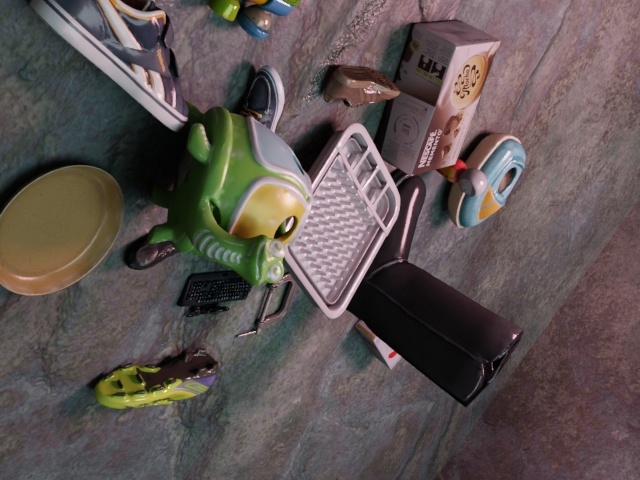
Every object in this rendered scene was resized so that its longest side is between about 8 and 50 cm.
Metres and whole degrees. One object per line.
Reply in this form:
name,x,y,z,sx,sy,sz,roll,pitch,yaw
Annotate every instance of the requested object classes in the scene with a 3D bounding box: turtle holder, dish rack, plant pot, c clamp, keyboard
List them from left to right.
plant pot,-0.414,-0.020,1.438,0.236,0.032,0.236,-34,144,-29
keyboard,-0.201,0.112,1.852,0.192,0.038,0.100,-3,124,-51
turtle holder,-0.129,-0.077,1.463,0.228,0.320,0.243,18,92,-20
c clamp,-0.105,0.141,2.021,0.137,0.022,0.160,-8,128,-49
dish rack,0.026,-0.041,1.855,0.332,0.072,0.285,-60,140,-25

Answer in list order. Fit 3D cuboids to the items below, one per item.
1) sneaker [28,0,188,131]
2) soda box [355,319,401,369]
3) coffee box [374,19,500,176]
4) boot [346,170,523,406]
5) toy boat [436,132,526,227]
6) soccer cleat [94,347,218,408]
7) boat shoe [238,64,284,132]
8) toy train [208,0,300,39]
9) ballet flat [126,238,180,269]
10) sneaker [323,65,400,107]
sneaker,-0.256,-0.273,1.300,0.127,0.126,0.321,-48,149,-1
soda box,0.162,0.263,2.450,0.069,0.074,0.216,-46,149,-10
coffee box,0.240,-0.299,1.939,0.168,0.119,0.297,-18,134,-45
boot,0.258,0.097,2.047,0.367,0.445,0.146,-57,149,7
toy boat,0.395,-0.144,2.274,0.318,0.148,0.267,9,115,-56
soccer cleat,-0.323,0.296,1.825,0.289,0.093,0.121,-9,135,-48
boat shoe,-0.118,-0.212,1.601,0.083,0.065,0.183,-30,145,-39
toy train,-0.122,-0.396,1.392,0.143,0.105,0.248,-49,152,21
ballet flat,-0.273,0.002,1.649,0.173,0.049,0.057,-28,99,-37
sneaker,0.076,-0.294,1.798,0.188,0.066,0.071,2,136,-48
